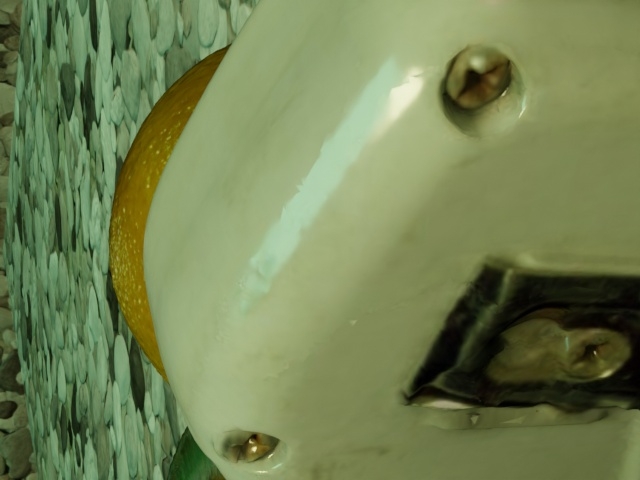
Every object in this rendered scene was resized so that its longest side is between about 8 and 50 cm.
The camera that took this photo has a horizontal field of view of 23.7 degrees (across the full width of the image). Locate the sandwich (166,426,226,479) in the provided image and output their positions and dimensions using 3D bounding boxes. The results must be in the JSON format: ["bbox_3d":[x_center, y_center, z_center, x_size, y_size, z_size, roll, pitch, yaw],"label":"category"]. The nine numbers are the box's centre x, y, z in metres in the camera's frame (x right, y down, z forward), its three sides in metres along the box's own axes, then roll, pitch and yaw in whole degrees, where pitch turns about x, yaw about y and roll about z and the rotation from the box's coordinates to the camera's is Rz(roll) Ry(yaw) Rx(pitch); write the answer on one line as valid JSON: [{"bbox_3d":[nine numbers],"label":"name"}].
[{"bbox_3d":[-0.044,0.223,1.123,0.292,0.109,0.212,137,128,-66],"label":"sandwich"}]

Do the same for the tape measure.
[{"bbox_3d":[0.077,0.010,0.526,0.130,0.265,0.258,-112,34,-41],"label":"tape measure"}]

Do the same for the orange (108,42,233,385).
[{"bbox_3d":[0.000,0.000,0.783,0.236,0.236,0.236,177,90,-72],"label":"orange"}]
